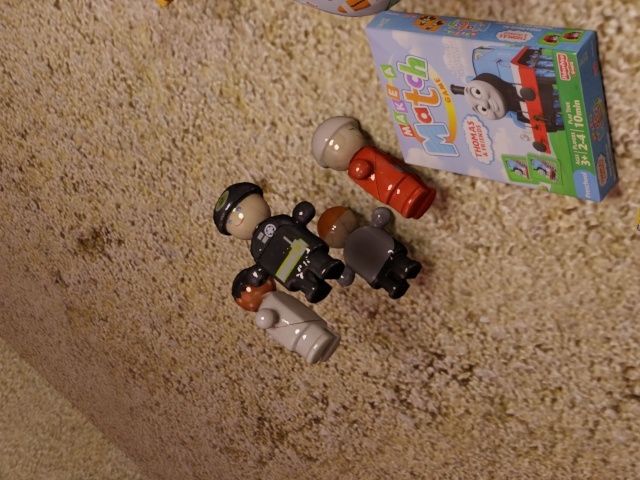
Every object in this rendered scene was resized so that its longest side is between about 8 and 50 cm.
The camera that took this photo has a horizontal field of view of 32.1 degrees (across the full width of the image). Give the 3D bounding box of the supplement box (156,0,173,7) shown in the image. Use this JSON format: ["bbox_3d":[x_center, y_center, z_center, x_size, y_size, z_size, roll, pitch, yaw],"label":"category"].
[{"bbox_3d":[-0.123,-0.315,0.998,0.081,0.104,0.188,39,149,4],"label":"supplement box"}]

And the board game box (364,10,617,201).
[{"bbox_3d":[0.152,-0.123,1.000,0.212,0.039,0.160,16,141,37],"label":"board game box"}]

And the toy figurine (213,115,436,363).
[{"bbox_3d":[0.000,0.000,1.161,0.148,0.213,0.209,38,153,23],"label":"toy figurine"}]

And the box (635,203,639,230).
[{"bbox_3d":[0.295,-0.073,0.883,0.054,0.059,0.168,22,145,25],"label":"box"}]

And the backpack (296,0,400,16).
[{"bbox_3d":[-0.001,-0.293,0.758,0.263,0.276,0.213,25,160,-27],"label":"backpack"}]
